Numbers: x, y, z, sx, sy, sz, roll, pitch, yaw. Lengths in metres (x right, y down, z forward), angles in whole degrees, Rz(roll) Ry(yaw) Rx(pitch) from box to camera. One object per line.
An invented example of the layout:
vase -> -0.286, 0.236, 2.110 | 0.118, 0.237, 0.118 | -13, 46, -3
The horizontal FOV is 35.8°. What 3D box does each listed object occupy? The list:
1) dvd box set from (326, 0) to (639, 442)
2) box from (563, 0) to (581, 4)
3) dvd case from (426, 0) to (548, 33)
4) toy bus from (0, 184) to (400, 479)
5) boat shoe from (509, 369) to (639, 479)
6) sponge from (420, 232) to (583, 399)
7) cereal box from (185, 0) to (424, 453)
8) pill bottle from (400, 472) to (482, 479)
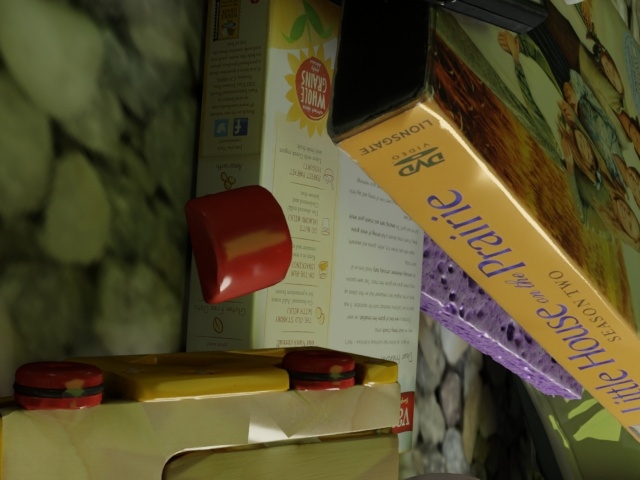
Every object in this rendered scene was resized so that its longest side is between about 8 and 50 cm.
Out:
dvd box set -> 0.162, -0.068, 0.650 | 0.420, 0.062, 0.308 | 42, 43, -37
box -> 0.183, -0.346, 0.603 | 0.215, 0.168, 0.345 | 54, 30, -36
dvd case -> 0.000, -0.196, 0.432 | 0.253, 0.022, 0.181 | 5, 65, -44
toy bus -> -0.067, 0.089, 0.368 | 0.191, 0.104, 0.202 | -48, 115, -24
boat shoe -> 0.185, 0.080, 0.825 | 0.116, 0.099, 0.320 | -24, 102, -19
sponge -> 0.126, 0.018, 0.692 | 0.210, 0.031, 0.117 | 33, 66, -33
cereal box -> 0.000, 0.000, 0.533 | 0.173, 0.047, 0.240 | 11, 82, -58
pill bottle -> 0.081, 0.251, 0.620 | 0.108, 0.108, 0.194 | -27, 114, -56
